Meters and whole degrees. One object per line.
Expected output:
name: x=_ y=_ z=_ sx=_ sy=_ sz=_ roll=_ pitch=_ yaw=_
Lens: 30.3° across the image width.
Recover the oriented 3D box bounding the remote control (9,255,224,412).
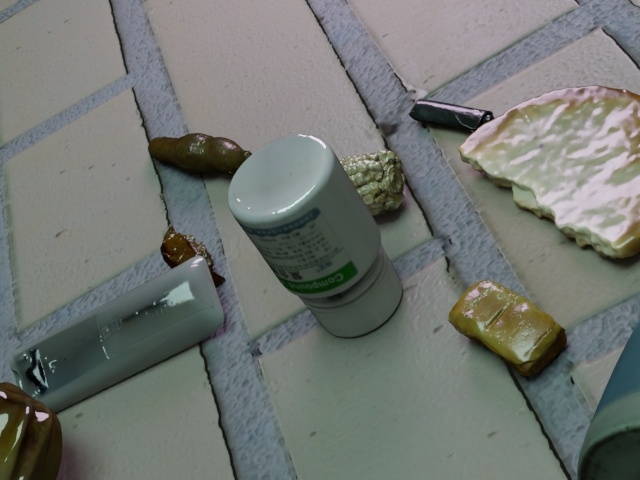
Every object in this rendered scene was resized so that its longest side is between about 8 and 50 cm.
remote control: x=-0.277 y=0.127 z=1.559 sx=0.313 sy=0.055 sz=0.109 roll=-27 pitch=64 yaw=9

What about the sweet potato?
sweet potato: x=-0.188 y=-0.133 z=1.776 sx=0.274 sy=0.067 sz=0.067 roll=12 pitch=58 yaw=46

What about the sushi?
sushi: x=-0.181 y=0.023 z=1.623 sx=0.055 sy=0.052 sz=0.120 roll=-43 pitch=41 yaw=-12

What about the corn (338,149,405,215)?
corn: x=0.015 y=-0.066 z=1.569 sx=0.211 sy=0.087 sz=0.087 roll=-9 pitch=46 yaw=34

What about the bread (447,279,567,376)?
bread: x=0.206 y=0.095 z=1.302 sx=0.074 sy=0.053 sz=0.132 roll=-43 pitch=43 yaw=-11

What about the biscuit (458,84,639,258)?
biscuit: x=0.324 y=-0.099 z=1.425 sx=0.204 sy=0.040 sz=0.309 roll=-41 pitch=41 yaw=-8

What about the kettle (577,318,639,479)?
kettle: x=0.428 y=0.124 z=1.028 sx=0.319 sy=0.247 sz=0.342 roll=25 pitch=53 yaw=11

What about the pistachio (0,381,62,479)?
pistachio: x=-0.418 y=0.299 z=1.438 sx=0.212 sy=0.163 sz=0.260 roll=-4 pitch=59 yaw=58

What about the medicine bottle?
medicine bottle: x=0.000 y=0.000 z=1.386 sx=0.139 sy=0.237 sz=0.139 roll=-17 pitch=44 yaw=17

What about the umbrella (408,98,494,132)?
umbrella: x=0.178 y=-0.167 z=1.595 sx=0.133 sy=0.031 sz=0.036 roll=16 pitch=86 yaw=41
